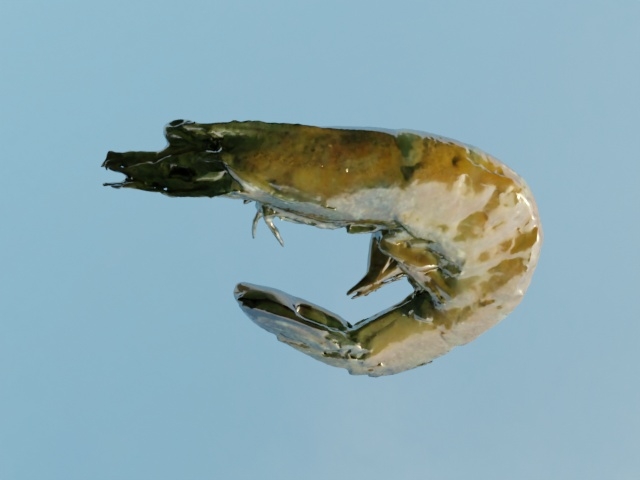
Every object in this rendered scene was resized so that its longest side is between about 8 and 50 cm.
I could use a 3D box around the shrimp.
[{"bbox_3d":[0.000,0.000,1.255,0.445,0.272,0.085,13,-154,-18],"label":"shrimp"}]
